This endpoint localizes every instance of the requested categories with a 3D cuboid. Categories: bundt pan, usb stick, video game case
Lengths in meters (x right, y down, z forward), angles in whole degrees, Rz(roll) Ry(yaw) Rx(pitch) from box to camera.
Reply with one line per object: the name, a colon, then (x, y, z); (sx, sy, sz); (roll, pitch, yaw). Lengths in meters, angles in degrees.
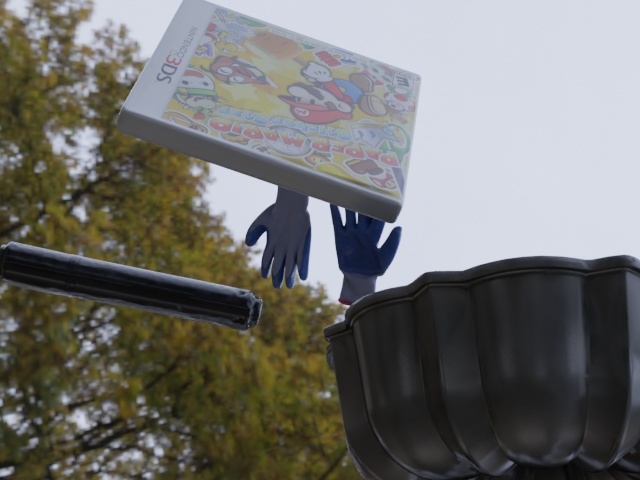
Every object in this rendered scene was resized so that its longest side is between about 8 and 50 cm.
bundt pan: (0.166, 0.131, 0.799); (0.331, 0.331, 0.124); (-20, -121, 35)
usb stick: (-0.201, 0.049, 1.136); (0.077, 0.278, 0.045); (130, -28, -75)
video game case: (-0.031, -0.116, 0.895); (0.227, 0.206, 0.026); (19, -52, -4)

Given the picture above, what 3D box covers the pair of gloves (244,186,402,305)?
pair of gloves: (0.000, 0.000, 1.314); (0.198, 0.023, 0.159); (14, -68, 17)
